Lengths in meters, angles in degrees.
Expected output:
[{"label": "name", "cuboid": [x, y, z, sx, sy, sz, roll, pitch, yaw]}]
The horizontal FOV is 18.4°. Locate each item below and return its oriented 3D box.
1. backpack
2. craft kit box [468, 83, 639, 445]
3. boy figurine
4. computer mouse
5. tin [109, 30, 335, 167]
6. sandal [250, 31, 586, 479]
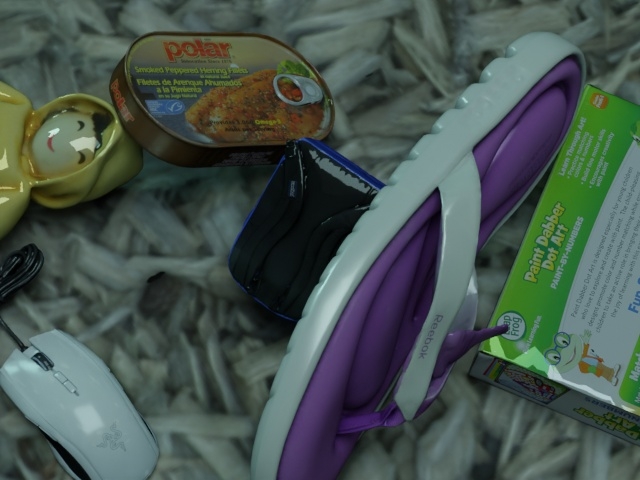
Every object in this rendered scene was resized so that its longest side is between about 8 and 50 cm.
[{"label": "backpack", "cuboid": [0.000, 0.000, 1.440, 0.098, 0.101, 0.120, 35, 98, 17]}, {"label": "craft kit box", "cuboid": [0.268, 0.035, 1.477, 0.247, 0.061, 0.250, 24, 64, 3]}, {"label": "boy figurine", "cuboid": [-0.274, -0.059, 1.442, 0.285, 0.092, 0.177, 5, 61, -2]}, {"label": "computer mouse", "cuboid": [-0.187, 0.096, 1.402, 0.106, 0.042, 0.193, -39, 74, -22]}, {"label": "tin", "cuboid": [-0.073, -0.105, 1.470, 0.190, 0.040, 0.106, -4, 63, -42]}, {"label": "sandal", "cuboid": [0.088, 0.024, 1.373, 0.102, 0.169, 0.416, 25, 71, 25]}]
